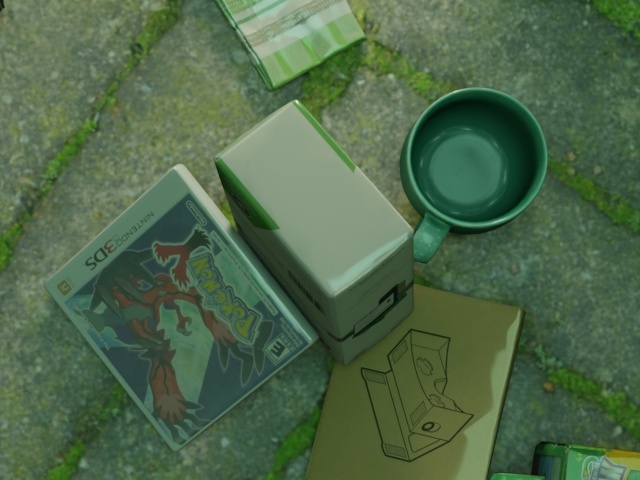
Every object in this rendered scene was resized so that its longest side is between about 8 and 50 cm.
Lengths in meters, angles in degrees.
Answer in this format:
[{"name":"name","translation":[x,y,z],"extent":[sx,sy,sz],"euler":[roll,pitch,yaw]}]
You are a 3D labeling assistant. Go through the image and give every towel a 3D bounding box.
[{"name":"towel","translation":[-0.039,-0.233,1.419],"extent":[0.113,0.023,0.152],"euler":[-31,87,-5]}]

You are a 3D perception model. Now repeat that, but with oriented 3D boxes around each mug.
[{"name":"mug","translation":[0.127,-0.064,1.375],"extent":[0.157,0.097,0.129],"euler":[-26,87,-5]}]

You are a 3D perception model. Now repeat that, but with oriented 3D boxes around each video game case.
[{"name":"video game case","translation":[-0.129,0.064,1.342],"extent":[0.183,0.023,0.201],"euler":[-40,88,22]}]

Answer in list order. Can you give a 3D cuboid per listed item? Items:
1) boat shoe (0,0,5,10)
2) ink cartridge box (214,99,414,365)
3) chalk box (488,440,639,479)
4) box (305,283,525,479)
[{"name":"boat shoe","translation":[-0.314,-0.324,1.380],"extent":[0.079,0.084,0.233],"euler":[-8,82,-4]},{"name":"ink cartridge box","translation":[0.000,0.000,1.286],"extent":[0.092,0.219,0.160],"euler":[-38,73,-9]},{"name":"chalk box","translation":[0.257,0.253,1.333],"extent":[0.213,0.132,0.132],"euler":[6,83,-3]},{"name":"box","translation":[0.089,0.143,1.366],"extent":[0.164,0.021,0.201],"euler":[12,83,16]}]
